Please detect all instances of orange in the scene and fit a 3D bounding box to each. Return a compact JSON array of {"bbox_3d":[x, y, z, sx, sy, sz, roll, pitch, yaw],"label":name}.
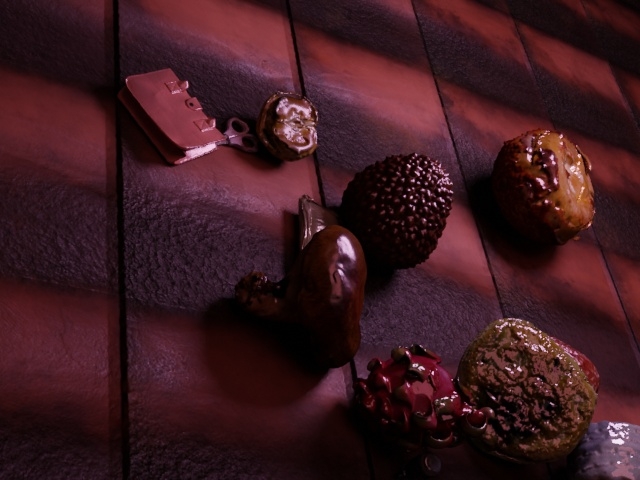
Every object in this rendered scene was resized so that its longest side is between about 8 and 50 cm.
[{"bbox_3d":[-0.081,-0.256,2.116,0.170,0.112,0.160,-41,99,-27],"label":"orange"}]

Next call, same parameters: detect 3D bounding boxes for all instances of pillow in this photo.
[{"bbox_3d":[0.000,0.000,2.011,0.119,0.053,0.208,25,45,-28],"label":"pillow"}]

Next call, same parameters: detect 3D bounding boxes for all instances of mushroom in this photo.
[{"bbox_3d":[0.000,0.100,1.829,0.255,0.267,0.267,28,36,22],"label":"mushroom"}]

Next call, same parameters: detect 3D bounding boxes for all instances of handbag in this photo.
[{"bbox_3d":[-0.316,-0.270,1.968,0.157,0.059,0.212,-26,73,-47],"label":"handbag"}]

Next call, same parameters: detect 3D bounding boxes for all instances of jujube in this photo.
[{"bbox_3d":[0.525,0.299,2.123,0.236,0.168,0.168,36,41,2],"label":"jujube"}]

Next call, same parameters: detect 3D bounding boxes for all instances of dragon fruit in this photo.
[{"bbox_3d":[0.197,0.328,1.809,0.273,0.218,0.198,44,82,-4],"label":"dragon fruit"}]

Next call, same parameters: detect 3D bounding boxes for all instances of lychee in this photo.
[{"bbox_3d":[0.181,-0.076,2.066,0.271,0.271,0.271,22,45,-24],"label":"lychee"}]

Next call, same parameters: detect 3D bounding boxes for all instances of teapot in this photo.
[{"bbox_3d":[0.190,0.444,1.777,0.049,0.083,0.063,51,48,3],"label":"teapot"}]

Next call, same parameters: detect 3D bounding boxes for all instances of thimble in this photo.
[{"bbox_3d":[0.644,0.515,1.997,0.250,0.205,0.171,43,37,-34],"label":"thimble"}]

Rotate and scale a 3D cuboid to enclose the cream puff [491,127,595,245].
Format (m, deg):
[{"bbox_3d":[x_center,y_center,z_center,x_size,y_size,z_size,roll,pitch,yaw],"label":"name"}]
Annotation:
[{"bbox_3d":[0.584,-0.142,2.476,0.350,0.229,0.350,26,57,-48],"label":"cream puff"}]

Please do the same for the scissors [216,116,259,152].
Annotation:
[{"bbox_3d":[-0.217,-0.223,2.049,0.189,0.015,0.100,-22,70,-46],"label":"scissors"}]

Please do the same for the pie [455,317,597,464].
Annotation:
[{"bbox_3d":[0.431,0.330,1.981,0.323,0.070,0.323,2,71,-5],"label":"pie"}]
